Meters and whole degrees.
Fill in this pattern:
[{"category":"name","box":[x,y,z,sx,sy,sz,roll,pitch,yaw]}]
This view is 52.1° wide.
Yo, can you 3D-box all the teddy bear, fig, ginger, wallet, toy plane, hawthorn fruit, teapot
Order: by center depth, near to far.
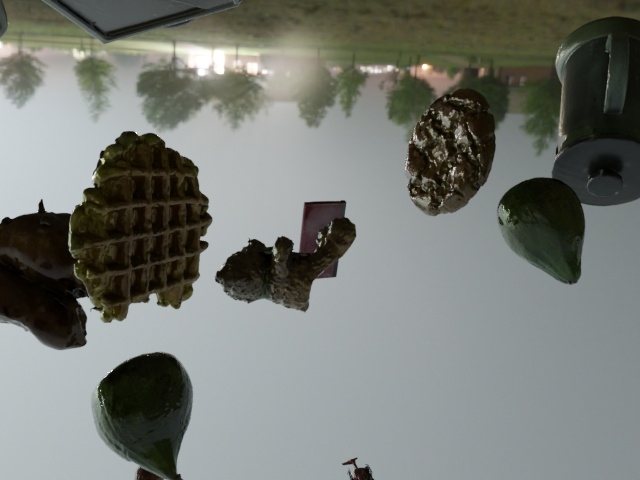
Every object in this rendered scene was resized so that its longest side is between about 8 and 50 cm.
[{"category":"fig","box":[0.329,-0.008,0.956,0.123,0.156,0.123,-10,160,-4]},{"category":"teapot","box":[0.527,-0.244,1.193,0.200,0.270,0.337,6,-123,17]},{"category":"ginger","box":[-0.592,0.032,1.195,0.418,0.254,0.176,15,166,4]},{"category":"fig","box":[-0.319,0.348,1.236,0.203,0.203,0.235,-7,-134,-34]},{"category":"hawthorn fruit","box":[-0.379,0.525,1.411,0.066,0.067,0.103,6,-150,14]},{"category":"teddy bear","box":[-0.083,0.039,1.536,0.222,0.296,0.246,34,165,-1]},{"category":"toy plane","box":[0.094,0.574,1.608,0.060,0.037,0.145,-19,-165,-9]},{"category":"wallet","box":[0.000,0.000,1.785,0.119,0.232,0.025,-3,-152,-18]}]

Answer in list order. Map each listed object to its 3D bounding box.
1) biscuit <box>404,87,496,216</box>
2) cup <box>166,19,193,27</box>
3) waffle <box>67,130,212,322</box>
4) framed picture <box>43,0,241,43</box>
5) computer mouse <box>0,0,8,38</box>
[{"category":"biscuit","box":[0.216,-0.151,1.123,0.042,0.226,0.226,11,-172,-29]},{"category":"cup","box":[-0.237,-0.489,1.000,0.178,0.255,0.256,22,-149,-49]},{"category":"waffle","box":[-0.255,-0.010,0.970,0.058,0.282,0.301,8,167,23]},{"category":"framed picture","box":[-0.226,-0.312,0.786,0.213,0.016,0.289,-14,179,6]},{"category":"computer mouse","box":[-0.492,-0.348,0.868,0.102,0.045,0.199,-1,149,3]}]
